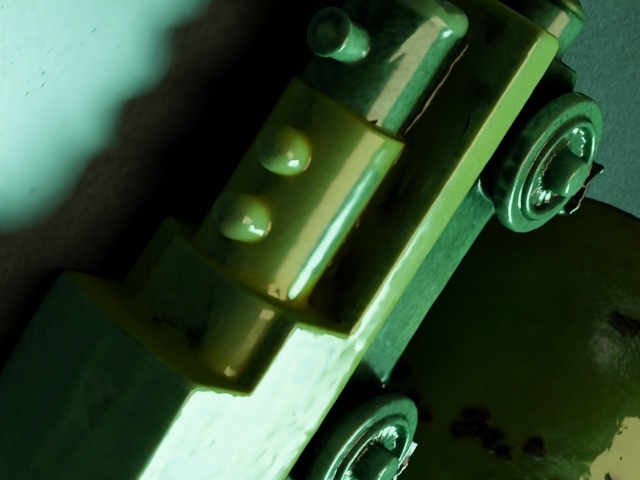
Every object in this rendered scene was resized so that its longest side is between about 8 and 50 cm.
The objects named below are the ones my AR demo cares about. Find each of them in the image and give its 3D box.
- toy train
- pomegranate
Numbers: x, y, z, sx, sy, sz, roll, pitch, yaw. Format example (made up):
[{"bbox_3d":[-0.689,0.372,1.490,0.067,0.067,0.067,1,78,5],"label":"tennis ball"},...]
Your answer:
[{"bbox_3d":[0.000,0.000,0.937,0.237,0.150,0.369,18,107,-56],"label":"toy train"},{"bbox_3d":[0.158,0.130,1.146,0.291,0.323,0.291,-35,153,-21],"label":"pomegranate"}]
